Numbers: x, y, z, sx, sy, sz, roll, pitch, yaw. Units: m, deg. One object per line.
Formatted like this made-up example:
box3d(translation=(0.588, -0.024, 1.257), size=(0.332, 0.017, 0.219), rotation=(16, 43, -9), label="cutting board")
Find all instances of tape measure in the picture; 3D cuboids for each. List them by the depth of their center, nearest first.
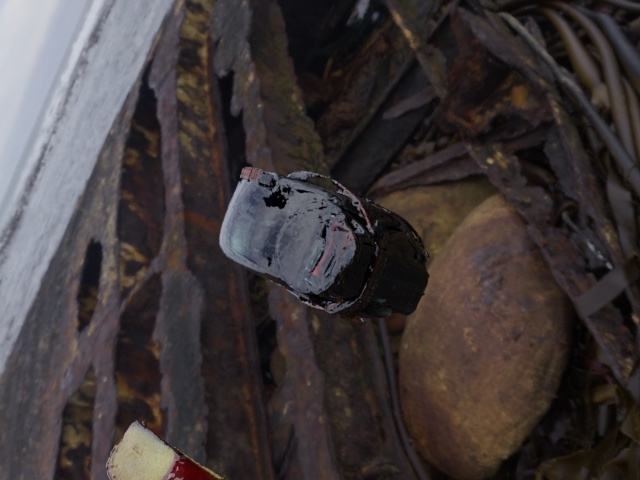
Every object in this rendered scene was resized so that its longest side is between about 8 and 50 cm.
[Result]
box3d(translation=(0.000, 0.000, 0.676), size=(0.223, 0.202, 0.135), rotation=(24, 93, 39), label="tape measure")

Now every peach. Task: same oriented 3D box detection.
box3d(translation=(-0.112, 0.161, 0.436), size=(0.050, 0.083, 0.077), rotation=(-54, -12, -17), label="peach")
